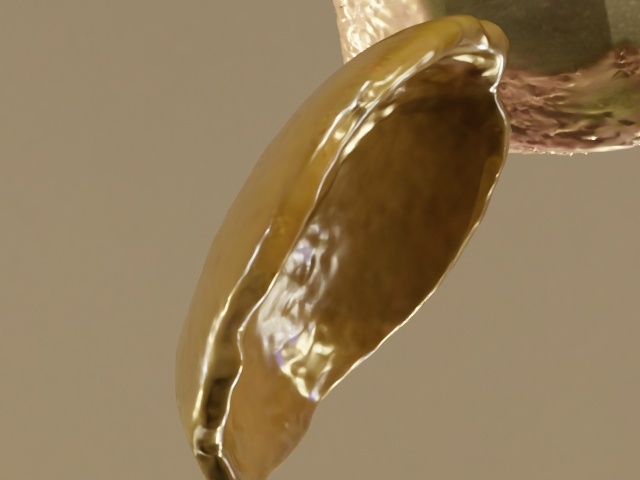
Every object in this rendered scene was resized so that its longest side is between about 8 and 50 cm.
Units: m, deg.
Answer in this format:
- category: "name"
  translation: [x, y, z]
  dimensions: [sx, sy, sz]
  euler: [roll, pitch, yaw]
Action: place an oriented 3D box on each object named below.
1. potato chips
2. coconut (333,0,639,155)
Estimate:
- category: "potato chips"
  translation: [0.000, -0.001, 0.730]
  dimensions: [0.062, 0.195, 0.208]
  euler: [31, -74, 19]
- category: "coconut"
  translation: [0.137, -0.150, 0.996]
  dimensions: [0.245, 0.233, 0.233]
  euler: [-1, -44, 14]
